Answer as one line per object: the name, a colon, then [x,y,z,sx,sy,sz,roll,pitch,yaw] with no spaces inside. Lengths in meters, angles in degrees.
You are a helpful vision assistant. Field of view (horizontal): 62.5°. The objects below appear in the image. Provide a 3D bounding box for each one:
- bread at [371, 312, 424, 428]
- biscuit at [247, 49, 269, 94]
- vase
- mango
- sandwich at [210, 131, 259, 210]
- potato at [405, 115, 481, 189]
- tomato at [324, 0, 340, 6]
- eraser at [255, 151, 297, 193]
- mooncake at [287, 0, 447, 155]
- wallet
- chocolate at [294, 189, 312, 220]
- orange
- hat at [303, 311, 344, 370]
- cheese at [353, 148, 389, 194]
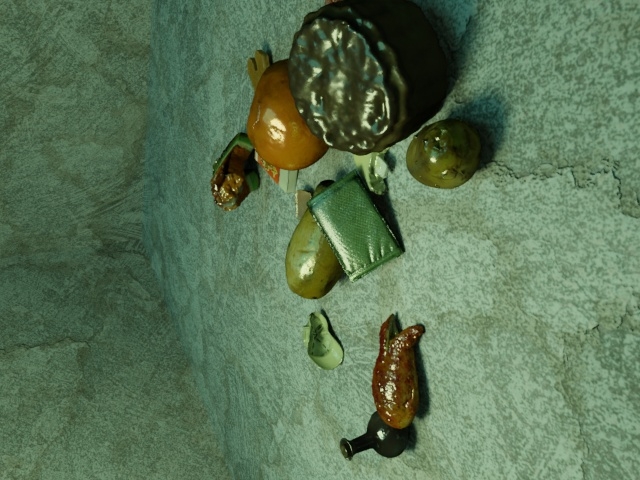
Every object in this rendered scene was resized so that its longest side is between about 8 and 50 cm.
bread: [0.180,0.319,1.280,0.139,0.095,0.269,7,100,52]
biscuit: [-0.184,-0.497,1.729,0.144,0.040,0.236,-10,96,67]
vase: [0.133,0.496,1.321,0.120,0.182,0.120,24,119,54]
mango: [0.006,0.005,1.439,0.176,0.175,0.330,31,110,11]
sandwich: [-0.298,-0.219,1.885,0.250,0.162,0.301,-47,27,40]
potato: [0.238,-0.167,1.017,0.176,0.137,0.137,-140,45,-77]
tomato: [0.097,-0.558,1.180,0.225,0.085,0.225,23,117,57]
eraser: [-0.144,-0.277,1.700,0.230,0.038,0.157,48,143,38]
mooncake: [0.083,-0.332,1.083,0.324,0.187,0.324,31,140,30]
wallet: [0.084,-0.034,1.294,0.160,0.055,0.236,-32,87,26]
chocolate: [-0.045,-0.108,1.609,0.064,0.031,0.101,14,116,39]
orange: [-0.068,-0.322,1.363,0.284,0.226,0.284,-169,90,-87]
hat: [0.010,0.311,1.610,0.166,0.081,0.122,41,94,29]
cheese: [0.103,-0.227,1.300,0.235,0.049,0.127,55,145,39]
